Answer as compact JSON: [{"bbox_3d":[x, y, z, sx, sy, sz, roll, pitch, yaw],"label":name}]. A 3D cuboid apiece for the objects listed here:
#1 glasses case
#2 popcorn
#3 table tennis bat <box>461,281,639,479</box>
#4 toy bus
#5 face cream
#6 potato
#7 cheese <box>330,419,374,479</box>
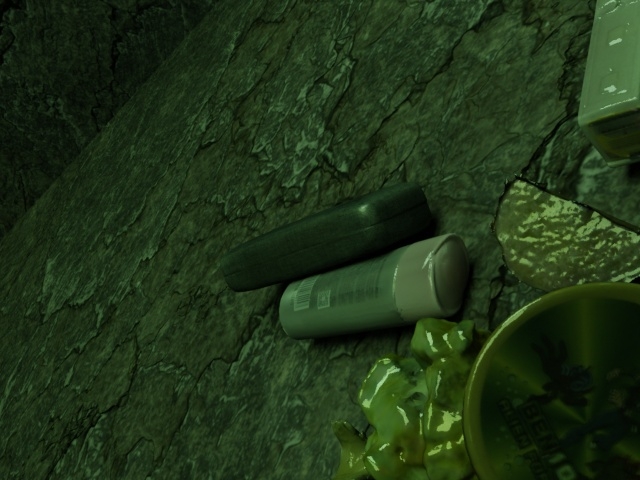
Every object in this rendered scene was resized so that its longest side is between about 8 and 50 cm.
[{"bbox_3d":[0.000,0.000,1.115,0.323,0.074,0.131,-19,5,45],"label":"glasses case"},{"bbox_3d":[0.118,0.168,0.720,0.187,0.167,0.185,-29,42,43],"label":"popcorn"},{"bbox_3d":[0.261,0.108,0.601,0.321,0.198,0.050,-25,-8,8],"label":"table tennis bat"},{"bbox_3d":[0.341,-0.205,0.873,0.092,0.106,0.268,-16,45,45],"label":"toy bus"},{"bbox_3d":[0.060,0.066,1.010,0.269,0.073,0.107,-19,46,45],"label":"face cream"},{"bbox_3d":[0.258,0.009,0.807,0.172,0.089,0.100,26,101,29],"label":"potato"},{"bbox_3d":[0.034,0.235,0.896,0.060,0.041,0.084,-34,49,43],"label":"cheese"}]
